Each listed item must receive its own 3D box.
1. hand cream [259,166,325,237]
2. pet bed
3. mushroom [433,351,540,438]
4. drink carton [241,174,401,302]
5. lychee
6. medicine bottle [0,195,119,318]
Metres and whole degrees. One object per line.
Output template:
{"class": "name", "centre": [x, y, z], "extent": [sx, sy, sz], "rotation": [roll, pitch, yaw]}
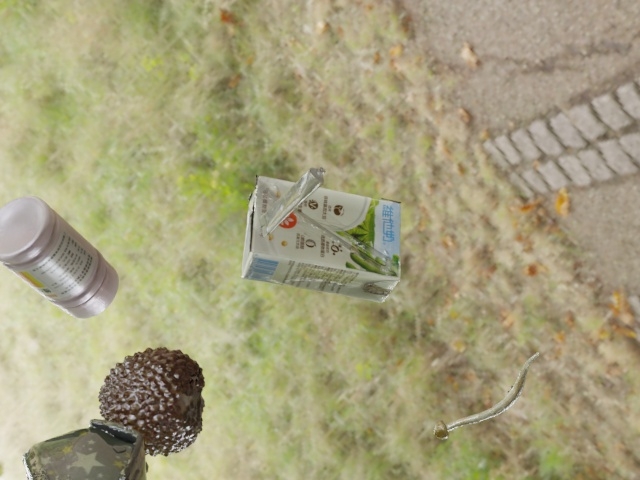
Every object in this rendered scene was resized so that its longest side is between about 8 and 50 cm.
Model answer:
{"class": "hand cream", "centre": [-0.051, -0.073, 1.654], "extent": [0.037, 0.165, 0.057], "rotation": [30, -151, -34]}
{"class": "pet bed", "centre": [-0.293, 0.367, 1.247], "extent": [0.183, 0.159, 0.210], "rotation": [31, 131, 57]}
{"class": "mushroom", "centre": [0.371, 0.347, 2.017], "extent": [0.068, 0.306, 0.043], "rotation": [31, -150, -39]}
{"class": "drink carton", "centre": [-0.001, 0.000, 1.972], "extent": [0.325, 0.194, 0.132], "rotation": [10, 150, -11]}
{"class": "lychee", "centre": [-0.281, 0.272, 1.560], "extent": [0.188, 0.188, 0.188], "rotation": [42, 170, 9]}
{"class": "medicine bottle", "centre": [-0.484, 0.035, 1.702], "extent": [0.133, 0.133, 0.249], "rotation": [36, 169, 34]}
